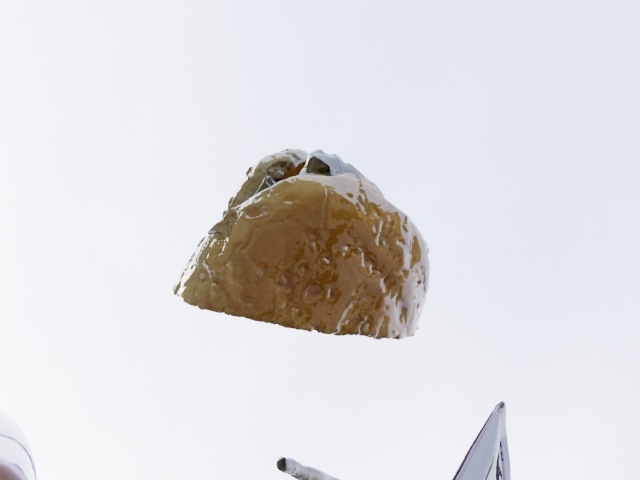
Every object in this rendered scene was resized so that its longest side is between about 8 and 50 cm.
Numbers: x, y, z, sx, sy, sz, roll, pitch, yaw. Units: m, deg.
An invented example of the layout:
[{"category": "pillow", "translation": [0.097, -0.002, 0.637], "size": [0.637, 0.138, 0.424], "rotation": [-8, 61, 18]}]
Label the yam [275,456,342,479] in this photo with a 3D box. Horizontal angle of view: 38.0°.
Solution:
[{"category": "yam", "translation": [-0.001, 0.302, 1.159], "size": [0.027, 0.234, 0.029], "rotation": [15, -106, 29]}]

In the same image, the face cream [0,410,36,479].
[{"category": "face cream", "translation": [-0.155, 0.106, 0.375], "size": [0.084, 0.198, 0.057], "rotation": [-46, -80, -17]}]

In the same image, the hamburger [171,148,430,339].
[{"category": "hamburger", "translation": [-0.001, -0.003, 1.102], "size": [0.330, 0.162, 0.209], "rotation": [5, -81, -31]}]

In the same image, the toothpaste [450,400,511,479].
[{"category": "toothpaste", "translation": [0.078, 0.204, 0.574], "size": [0.061, 0.266, 0.096], "rotation": [3, -68, 26]}]
